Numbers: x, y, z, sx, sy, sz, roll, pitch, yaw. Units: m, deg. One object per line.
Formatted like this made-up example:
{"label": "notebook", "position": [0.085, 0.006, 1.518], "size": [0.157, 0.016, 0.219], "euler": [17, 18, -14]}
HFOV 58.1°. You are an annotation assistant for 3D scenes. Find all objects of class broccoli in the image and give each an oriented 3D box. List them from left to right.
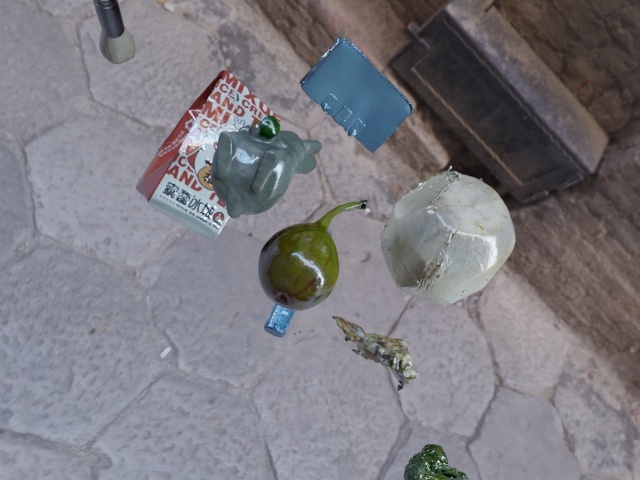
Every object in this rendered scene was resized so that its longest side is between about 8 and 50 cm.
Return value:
{"label": "broccoli", "position": [0.240, 0.509, 1.195], "size": [0.145, 0.137, 0.162], "euler": [-21, 103, -52]}

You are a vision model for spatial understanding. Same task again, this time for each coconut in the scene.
{"label": "coconut", "position": [0.336, 0.008, 1.602], "size": [0.346, 0.360, 0.346], "euler": [8, 53, -10]}

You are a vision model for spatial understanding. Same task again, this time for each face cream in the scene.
{"label": "face cream", "position": [-0.065, 0.114, 1.640], "size": [0.080, 0.163, 0.337], "euler": [26, 63, -3]}

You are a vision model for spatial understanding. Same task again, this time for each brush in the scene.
{"label": "brush", "position": [-0.219, -0.261, 0.579], "size": [0.042, 0.299, 0.039], "euler": [-22, 83, -16]}

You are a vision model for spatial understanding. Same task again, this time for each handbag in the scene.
{"label": "handbag", "position": [-0.213, -0.172, 1.136], "size": [0.171, 0.151, 0.298], "euler": [32, 90, -30]}
{"label": "handbag", "position": [0.077, -0.304, 1.218], "size": [0.221, 0.144, 0.057], "euler": [40, 13, -23]}

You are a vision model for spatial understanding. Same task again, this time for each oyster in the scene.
{"label": "oyster", "position": [0.161, 0.281, 1.504], "size": [0.107, 0.354, 0.201], "euler": [-46, 120, -8]}

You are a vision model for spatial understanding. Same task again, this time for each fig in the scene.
{"label": "fig", "position": [0.000, 0.000, 0.870], "size": [0.124, 0.124, 0.236], "euler": [44, 59, -10]}

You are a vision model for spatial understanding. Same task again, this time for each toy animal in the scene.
{"label": "toy animal", "position": [-0.076, -0.112, 0.829], "size": [0.108, 0.138, 0.236], "euler": [22, 15, 5]}
